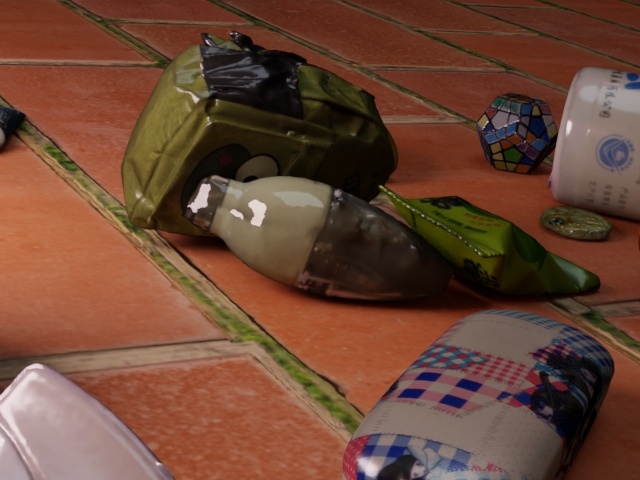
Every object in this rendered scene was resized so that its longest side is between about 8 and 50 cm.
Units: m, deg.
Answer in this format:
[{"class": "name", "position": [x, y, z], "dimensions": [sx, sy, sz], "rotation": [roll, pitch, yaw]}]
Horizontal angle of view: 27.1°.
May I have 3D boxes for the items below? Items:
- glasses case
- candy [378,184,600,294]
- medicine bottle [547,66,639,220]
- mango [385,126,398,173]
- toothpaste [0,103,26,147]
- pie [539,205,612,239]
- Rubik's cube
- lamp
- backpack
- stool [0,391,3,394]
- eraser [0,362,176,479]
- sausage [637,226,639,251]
[{"class": "glasses case", "position": [0.118, 0.120, 0.921], "dimensions": [0.125, 0.076, 0.327], "rotation": [17, 20, 19]}, {"class": "candy", "position": [0.154, 0.009, 1.256], "dimensions": [0.149, 0.069, 0.246], "rotation": [25, 0, 36]}, {"class": "medicine bottle", "position": [0.424, -0.096, 1.533], "dimensions": [0.292, 0.170, 0.170], "rotation": [13, 19, 13]}, {"class": "mango", "position": [-0.049, -0.135, 1.538], "dimensions": [0.289, 0.129, 0.146], "rotation": [6, 15, -34]}, {"class": "toothpaste", "position": [-0.379, -0.137, 1.549], "dimensions": [0.057, 0.035, 0.197], "rotation": [20, 15, -13]}, {"class": "pie", "position": [0.286, -0.020, 1.490], "dimensions": [0.085, 0.017, 0.085], "rotation": [5, 19, -2]}, {"class": "Rubik's cube", "position": [0.254, -0.138, 1.708], "dimensions": [0.093, 0.111, 0.111], "rotation": [-22, 22, -1]}, {"class": "lamp", "position": [0.000, 0.000, 1.190], "dimensions": [0.250, 0.101, 0.101], "rotation": [20, 18, -6]}, {"class": "backpack", "position": [-0.058, -0.088, 1.276], "dimensions": [0.253, 0.207, 0.140], "rotation": [8, 46, -30]}, {"class": "stool", "position": [-0.216, 0.125, 0.752], "dimensions": [0.110, 0.096, 0.096], "rotation": [8, 18, -14]}, {"class": "eraser", "position": [-0.121, 0.185, 0.635], "dimensions": [0.243, 0.059, 0.204], "rotation": [30, 48, 21]}, {"class": "sausage", "position": [0.404, -0.009, 1.297], "dimensions": [0.153, 0.141, 0.268], "rotation": [1, 13, 29]}]
